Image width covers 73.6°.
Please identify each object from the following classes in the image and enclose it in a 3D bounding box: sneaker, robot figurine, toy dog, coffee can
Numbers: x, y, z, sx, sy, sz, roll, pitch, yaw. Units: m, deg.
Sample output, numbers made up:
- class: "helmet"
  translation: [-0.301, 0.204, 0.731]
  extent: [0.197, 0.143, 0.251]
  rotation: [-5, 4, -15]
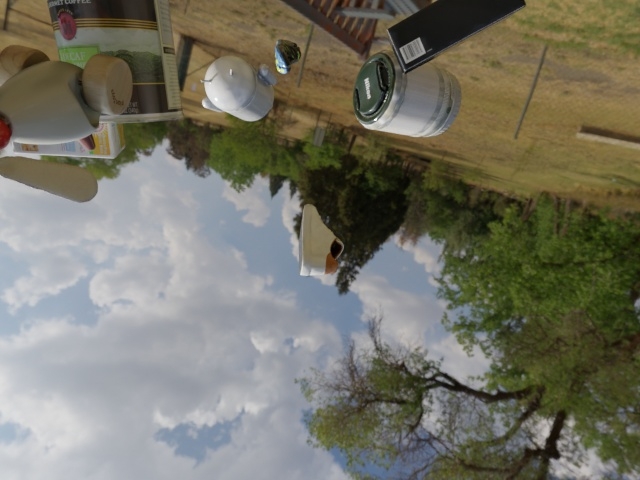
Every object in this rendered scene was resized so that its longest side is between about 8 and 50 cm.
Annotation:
- class: "sneaker"
  translation: [-0.098, -0.570, 1.309]
  extent: [0.078, 0.067, 0.188]
  rotation: [0, -138, -1]
- class: "robot figurine"
  translation: [-0.309, -0.583, 1.654]
  extent: [0.300, 0.199, 0.353]
  rotation: [-26, 175, 17]
- class: "sneaker"
  translation: [0.000, 0.000, 1.234]
  extent: [0.123, 0.105, 0.290]
  rotation: [4, -140, -6]
- class: "toy dog"
  translation: [-0.385, -0.128, 0.570]
  extent: [0.220, 0.160, 0.333]
  rotation: [24, -131, 15]
- class: "coffee can"
  translation: [-0.367, -0.361, 0.774]
  extent: [0.202, 0.275, 0.201]
  rotation: [-1, -160, 1]

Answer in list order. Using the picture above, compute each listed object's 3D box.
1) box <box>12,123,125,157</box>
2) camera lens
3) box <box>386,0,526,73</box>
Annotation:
- class: "box"
  translation: [-0.554, -0.254, 0.946]
  extent: [0.203, 0.114, 0.103]
  rotation: [2, -152, -11]
- class: "camera lens"
  translation: [0.252, -0.431, 1.282]
  extent: [0.275, 0.219, 0.219]
  rotation: [1, -162, -30]
- class: "box"
  translation: [0.288, -0.483, 0.957]
  extent: [0.261, 0.103, 0.184]
  rotation: [-24, -170, 17]
